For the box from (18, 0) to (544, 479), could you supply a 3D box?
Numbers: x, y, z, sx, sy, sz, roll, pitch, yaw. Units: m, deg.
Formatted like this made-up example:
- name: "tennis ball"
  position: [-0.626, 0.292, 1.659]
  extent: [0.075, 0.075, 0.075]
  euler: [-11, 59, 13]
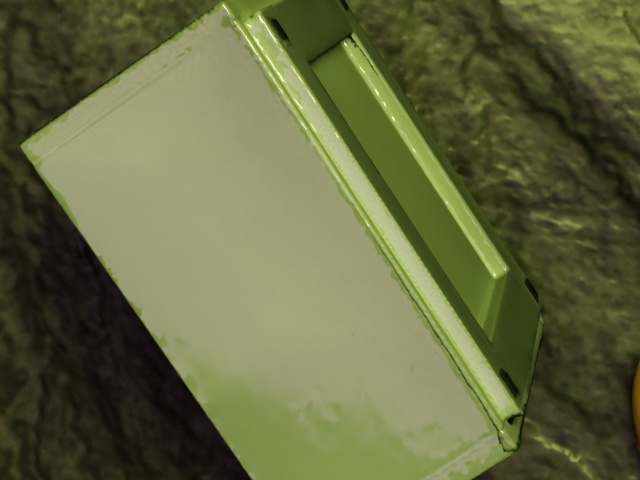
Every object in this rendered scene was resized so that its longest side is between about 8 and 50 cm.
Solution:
- name: "box"
  position: [0.000, 0.000, 0.905]
  extent: [0.117, 0.225, 0.225]
  euler: [-33, 95, 13]

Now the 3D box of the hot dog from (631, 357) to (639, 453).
- name: "hot dog"
  position: [0.211, 0.106, 0.983]
  extent: [0.090, 0.060, 0.140]
  euler: [-30, 89, 17]
